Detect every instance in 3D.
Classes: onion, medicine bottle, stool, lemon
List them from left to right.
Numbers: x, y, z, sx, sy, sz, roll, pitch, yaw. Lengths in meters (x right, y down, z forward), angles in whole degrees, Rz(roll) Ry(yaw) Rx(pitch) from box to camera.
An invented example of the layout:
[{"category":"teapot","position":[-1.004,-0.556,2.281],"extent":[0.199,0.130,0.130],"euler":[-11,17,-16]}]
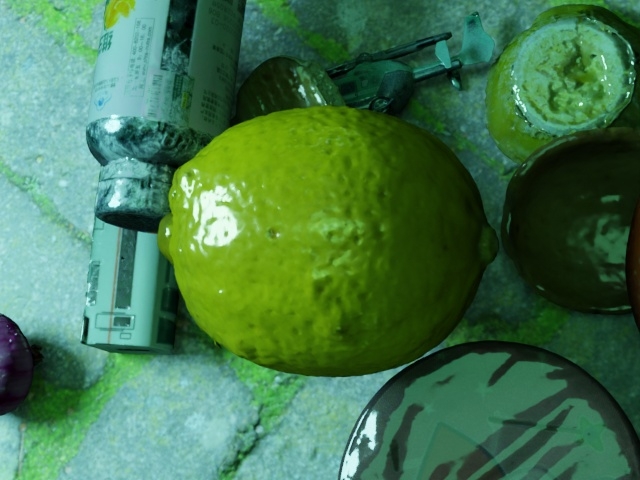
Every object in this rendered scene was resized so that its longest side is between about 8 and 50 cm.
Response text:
[{"category":"onion","position":[-0.349,0.130,1.275],"extent":[0.104,0.115,0.115],"euler":[-11,69,-36]},{"category":"medicine bottle","position":[-0.155,-0.157,1.183],"extent":[0.141,0.141,0.293],"euler":[3,78,14]},{"category":"lemon","position":[0.000,0.000,1.055],"extent":[0.319,0.245,0.245],"euler":[1,78,16]},{"category":"stool","position":[0.161,0.235,1.080],"extent":[0.272,0.178,0.272],"euler":[-3,77,13]}]

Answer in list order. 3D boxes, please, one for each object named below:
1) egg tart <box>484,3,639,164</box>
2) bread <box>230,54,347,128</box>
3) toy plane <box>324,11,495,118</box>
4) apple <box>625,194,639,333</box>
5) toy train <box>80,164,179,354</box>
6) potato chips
[{"category":"egg tart","position":[0.258,-0.152,1.197],"extent":[0.197,0.078,0.197],"euler":[-2,81,14]},{"category":"bread","position":[-0.026,-0.038,1.227],"extent":[0.207,0.056,0.287],"euler":[-27,84,25]},{"category":"toy plane","position":[0.073,-0.165,1.258],"extent":[0.235,0.060,0.096],"euler":[-17,61,14]},{"category":"apple","position":[0.438,0.015,1.000],"extent":[0.348,0.277,0.349],"euler":[-1,93,-21]},{"category":"toy train","position":[-0.185,-0.083,1.281],"extent":[0.088,0.086,0.407],"euler":[0,78,14]},{"category":"potato chips","position":[0.283,-0.025,1.163],"extent":[0.208,0.062,0.195],"euler":[-36,95,9]}]
